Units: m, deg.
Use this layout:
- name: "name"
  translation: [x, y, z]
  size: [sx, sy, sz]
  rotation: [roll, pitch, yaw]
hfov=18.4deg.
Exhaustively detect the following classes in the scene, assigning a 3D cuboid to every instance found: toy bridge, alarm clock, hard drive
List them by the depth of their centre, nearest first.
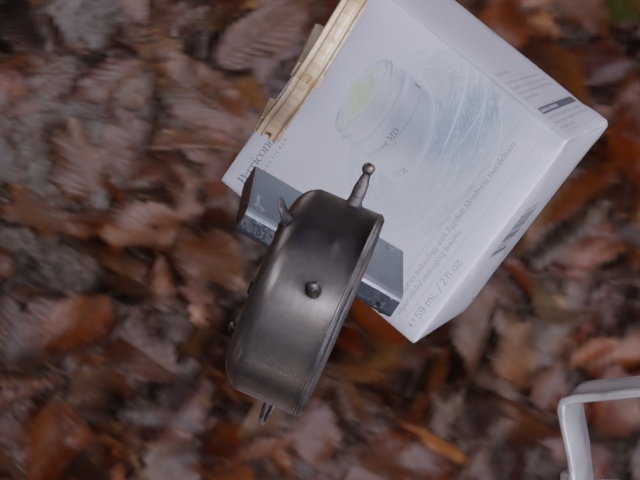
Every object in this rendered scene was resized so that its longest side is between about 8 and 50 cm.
- name: "alarm clock"
  translation: [-0.016, 0.047, 1.187]
  size: [0.064, 0.192, 0.129]
  rotation: [21, 47, 5]
- name: "hard drive"
  translation: [0.000, 0.000, 1.491]
  size: [0.135, 0.094, 0.022]
  rotation: [30, 111, -10]
- name: "toy bridge"
  translation: [-0.003, -0.142, 1.531]
  size: [0.026, 0.188, 0.063]
  rotation: [30, 41, -7]

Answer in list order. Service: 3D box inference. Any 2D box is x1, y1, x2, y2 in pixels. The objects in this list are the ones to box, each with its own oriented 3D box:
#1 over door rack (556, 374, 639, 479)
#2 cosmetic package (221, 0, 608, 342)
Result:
- name: "over door rack"
  translation: [0.096, 0.166, 0.736]
  size: [0.108, 0.239, 0.324]
  rotation: [15, 106, 18]
- name: "cosmetic package"
  translation: [0.078, -0.077, 1.686]
  size: [0.224, 0.138, 0.224]
  rotation: [40, 112, 12]
